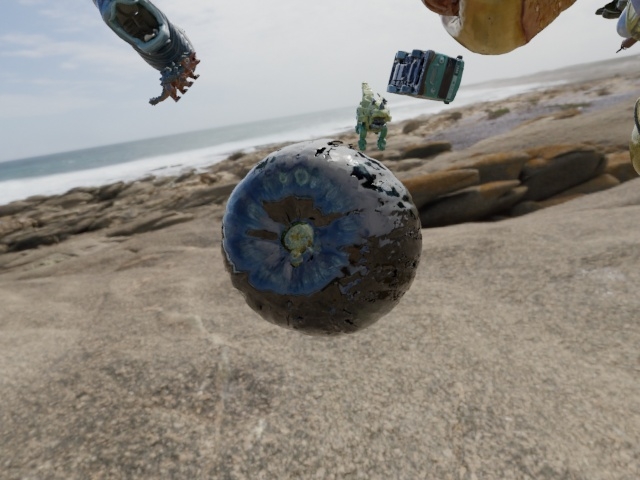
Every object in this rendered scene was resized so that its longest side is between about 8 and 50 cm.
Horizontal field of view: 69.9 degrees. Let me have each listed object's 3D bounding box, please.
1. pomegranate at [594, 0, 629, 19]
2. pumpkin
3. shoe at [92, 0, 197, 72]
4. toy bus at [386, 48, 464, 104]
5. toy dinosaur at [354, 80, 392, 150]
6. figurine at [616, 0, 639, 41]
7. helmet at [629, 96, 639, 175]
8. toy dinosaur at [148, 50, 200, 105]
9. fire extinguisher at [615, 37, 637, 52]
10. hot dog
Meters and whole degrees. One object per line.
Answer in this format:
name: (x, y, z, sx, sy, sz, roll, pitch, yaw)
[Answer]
pomegranate: (0.616, -0.399, 0.740, 0.306, 0.242, 0.242, -12, 13, 26)
pumpkin: (0.000, 0.000, 0.532, 0.233, 0.232, 0.163, -4, 1, 18)
shoe: (-0.291, -0.347, 0.776, 0.092, 0.207, 0.106, -36, 54, 10)
toy bus: (0.184, -0.290, 0.811, 0.092, 0.079, 0.160, 9, 17, -14)
toy dinosaur: (0.137, -0.355, 1.268, 0.094, 0.153, 0.259, 0, 40, -9)
figurine: (0.461, -0.330, 0.559, 0.183, 0.128, 0.208, -50, 1, -28)
helmet: (0.763, -0.200, 1.006, 0.205, 0.256, 0.140, -31, -12, -10)
toy dinosaur: (-0.259, -0.281, 0.811, 0.154, 0.055, 0.049, -27, 35, 35)
fire extinguisher: (0.639, -0.413, 0.934, 0.028, 0.022, 0.083, -38, -6, -11)
hot dog: (0.202, -0.308, 0.480, 0.257, 0.150, 0.153, -42, 53, -20)
